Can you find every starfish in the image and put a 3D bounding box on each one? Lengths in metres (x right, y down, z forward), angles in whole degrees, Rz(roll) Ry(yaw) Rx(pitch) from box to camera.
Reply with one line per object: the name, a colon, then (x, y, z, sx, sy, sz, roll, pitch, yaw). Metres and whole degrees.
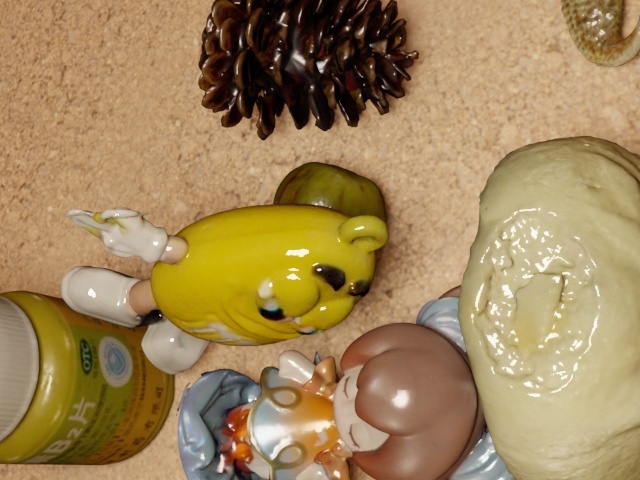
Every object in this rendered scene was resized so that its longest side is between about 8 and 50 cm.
starfish: (0.400, -0.434, 1.224, 0.324, 0.082, 0.432, 43, 97, 32)

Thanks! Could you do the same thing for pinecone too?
pinecone: (-0.017, -0.243, 1.314, 0.292, 0.246, 0.246, 10, 83, 19)

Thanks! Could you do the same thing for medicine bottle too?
medicine bottle: (-0.383, 0.178, 1.323, 0.224, 0.384, 0.224, -7, 74, 27)

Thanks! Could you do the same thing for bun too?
bun: (0.289, 0.073, 1.001, 0.202, 0.364, 0.364, -4, 77, 31)

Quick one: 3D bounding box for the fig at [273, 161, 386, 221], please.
fig: (-0.007, -0.011, 1.303, 0.148, 0.142, 0.186, 17, 75, 51)

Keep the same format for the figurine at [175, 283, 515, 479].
figurine: (0.057, 0.215, 1.186, 0.388, 0.248, 0.276, -20, 72, 33)

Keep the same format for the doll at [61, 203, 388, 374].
doll: (-0.133, 0.049, 1.217, 0.348, 0.423, 0.161, 9, 65, -12)
